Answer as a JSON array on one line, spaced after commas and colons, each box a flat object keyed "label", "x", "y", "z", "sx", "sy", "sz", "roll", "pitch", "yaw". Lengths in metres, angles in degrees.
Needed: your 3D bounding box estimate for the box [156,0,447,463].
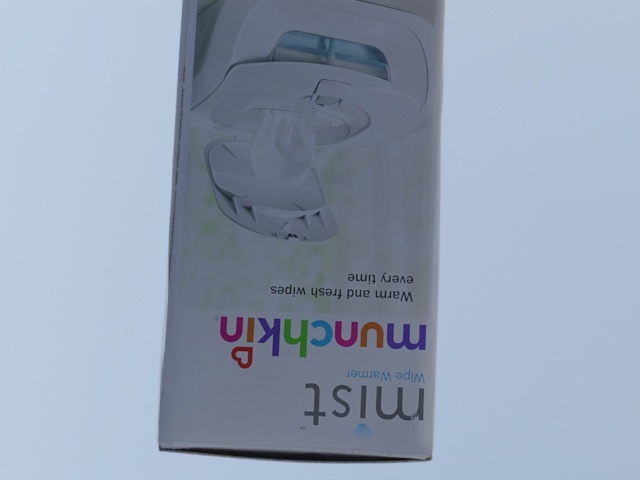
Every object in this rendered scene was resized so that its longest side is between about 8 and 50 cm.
[{"label": "box", "x": 0.000, "y": 0.000, "z": 0.600, "sx": 0.127, "sy": 0.262, "sz": 0.231, "roll": 1, "pitch": -100, "yaw": 4}]
